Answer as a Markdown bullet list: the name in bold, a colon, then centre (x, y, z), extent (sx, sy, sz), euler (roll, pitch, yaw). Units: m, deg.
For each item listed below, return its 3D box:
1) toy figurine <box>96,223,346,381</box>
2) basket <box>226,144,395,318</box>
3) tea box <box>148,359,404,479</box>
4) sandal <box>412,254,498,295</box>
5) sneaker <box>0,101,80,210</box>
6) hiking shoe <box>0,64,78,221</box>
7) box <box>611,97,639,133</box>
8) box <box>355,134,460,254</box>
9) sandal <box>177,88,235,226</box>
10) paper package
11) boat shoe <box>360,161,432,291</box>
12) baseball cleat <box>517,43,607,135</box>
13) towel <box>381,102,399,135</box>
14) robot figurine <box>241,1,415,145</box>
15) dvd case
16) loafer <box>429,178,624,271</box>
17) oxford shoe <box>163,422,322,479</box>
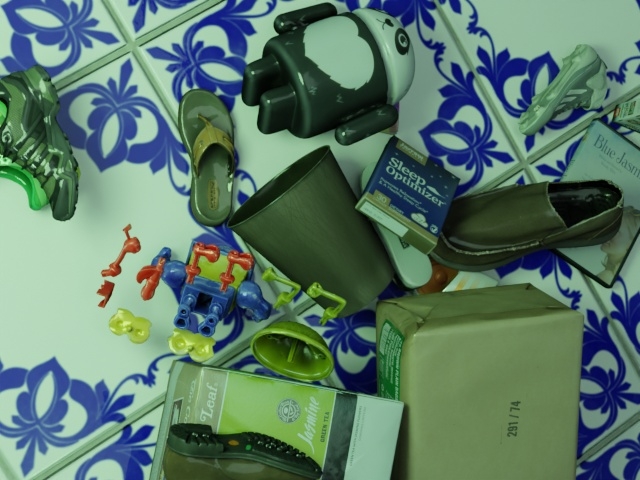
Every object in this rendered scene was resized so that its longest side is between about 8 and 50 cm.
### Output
- **toy figurine**: centre (-0.132, 0.055, 1.798), extent (0.363, 0.217, 0.191), euler (16, 117, -1)
- **basket**: centre (0.000, 0.000, 1.880), extent (0.204, 0.154, 0.227), euler (-38, 104, 1)
- **tea box**: centre (-0.084, 0.370, 1.799), extent (0.324, 0.220, 0.328), euler (13, 83, -18)
- **sandal**: centre (0.275, 0.106, 2.002), extent (0.265, 0.076, 0.102), euler (33, 78, -14)
- **sneaker**: centre (-0.490, -0.159, 1.742), extent (0.295, 0.109, 0.123), euler (41, 73, -13)
- **hiking shoe**: centre (-0.416, -0.130, 1.693), extent (0.114, 0.086, 0.226), euler (-15, 92, -14)
- **box**: centre (0.638, -0.200, 2.114), extent (0.207, 0.114, 0.036), euler (19, 82, -17)
- **box**: centre (0.148, -0.087, 1.914), extent (0.136, 0.036, 0.225), euler (33, 39, -6)
- **sandal**: centre (-0.175, -0.131, 1.870), extent (0.090, 0.060, 0.219), euler (-1, 88, -18)
- **paper package**: centre (0.249, 0.254, 1.901), extent (0.310, 0.168, 0.324), euler (-6, 108, -18)
- **boat shoe**: centre (0.112, -0.020, 1.953), extent (0.078, 0.070, 0.219), euler (-16, 84, -24)
- **baseball cleat**: centre (0.434, -0.244, 2.071), extent (0.109, 0.072, 0.206), euler (42, 80, -19)
- **towel**: centre (0.104, -0.220, 1.992), extent (0.060, 0.009, 0.083), euler (5, 86, -17)
- **robot figurine**: centre (0.016, -0.265, 1.878), extent (0.278, 0.173, 0.209), euler (-22, 108, -17)
- **dvd case**: centre (0.502, -0.066, 2.112), extent (0.180, 0.022, 0.253), euler (32, 78, -14)
- **loafer**: centre (0.343, -0.050, 1.977), extent (0.366, 0.130, 0.133), euler (-12, 65, -15)
- **oxford shoe**: centre (-0.110, 0.318, 1.646), extent (0.227, 0.083, 0.096), euler (12, 101, -15)
